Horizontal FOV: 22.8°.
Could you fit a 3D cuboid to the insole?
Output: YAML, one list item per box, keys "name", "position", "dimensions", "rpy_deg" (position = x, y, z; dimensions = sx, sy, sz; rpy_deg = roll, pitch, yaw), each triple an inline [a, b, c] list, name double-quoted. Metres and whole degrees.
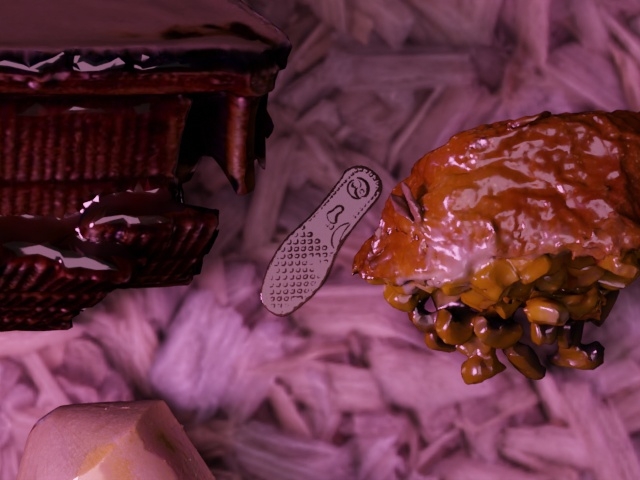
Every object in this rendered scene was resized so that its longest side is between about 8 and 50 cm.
- name: "insole"
  position: [0.000, 0.000, 1.221]
  dimensions: [0.045, 0.002, 0.135]
  rpy_deg: [38, 89, -2]

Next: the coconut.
- name: "coconut"
  position: [-0.153, 0.187, 1.149]
  dimensions: [0.147, 0.147, 0.152]
  rpy_deg: [-34, 92, -1]

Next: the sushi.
- name: "sushi"
  position: [0.174, 0.001, 1.156]
  dimensions: [0.296, 0.167, 0.179]
  rpy_deg: [-8, 77, -13]

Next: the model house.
- name: "model house"
  position: [-0.207, -0.060, 1.139]
  dimensions: [0.317, 0.297, 0.282]
  rpy_deg: [-4, 122, -16]
